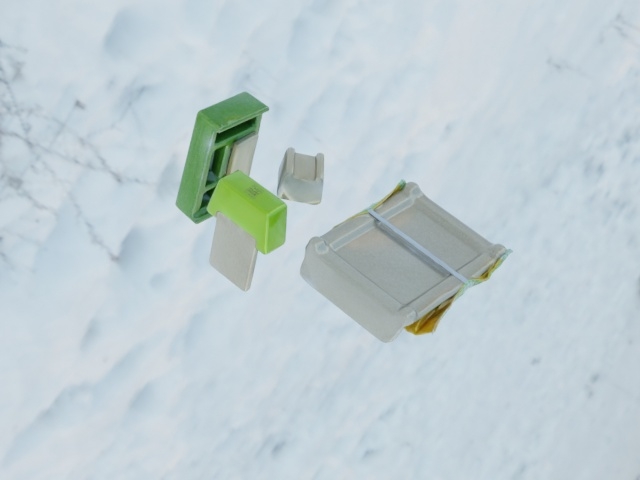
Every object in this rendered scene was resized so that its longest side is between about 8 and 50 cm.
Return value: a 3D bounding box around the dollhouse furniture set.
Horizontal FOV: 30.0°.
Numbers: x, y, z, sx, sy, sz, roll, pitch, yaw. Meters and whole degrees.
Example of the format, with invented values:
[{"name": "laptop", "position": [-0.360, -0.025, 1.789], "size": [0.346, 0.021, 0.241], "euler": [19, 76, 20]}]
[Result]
[{"name": "dollhouse furniture set", "position": [0.000, 0.000, 0.530], "size": [0.076, 0.152, 0.058], "euler": [-32, 149, -41]}]
